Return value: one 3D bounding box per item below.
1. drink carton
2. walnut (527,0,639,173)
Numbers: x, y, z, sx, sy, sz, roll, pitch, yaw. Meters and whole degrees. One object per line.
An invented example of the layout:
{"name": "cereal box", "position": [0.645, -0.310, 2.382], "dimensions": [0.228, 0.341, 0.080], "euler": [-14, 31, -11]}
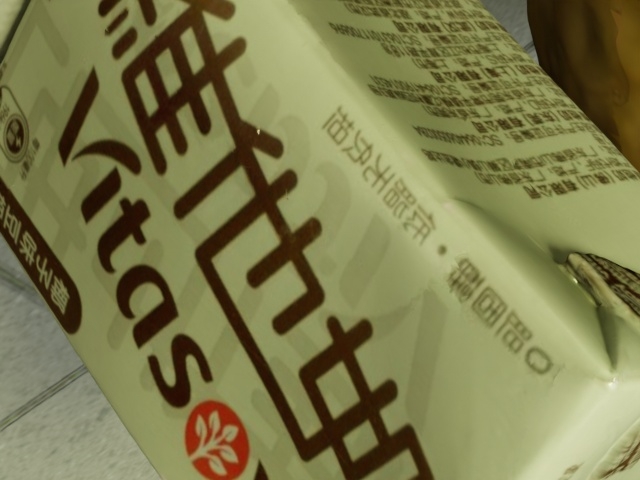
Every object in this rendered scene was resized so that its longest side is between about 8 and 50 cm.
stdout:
{"name": "drink carton", "position": [0.000, 0.000, 0.670], "dimensions": [0.132, 0.324, 0.194], "euler": [-5, 136, -43]}
{"name": "walnut", "position": [0.269, -0.156, 0.781], "dimensions": [0.354, 0.308, 0.398], "euler": [-25, 149, -25]}
